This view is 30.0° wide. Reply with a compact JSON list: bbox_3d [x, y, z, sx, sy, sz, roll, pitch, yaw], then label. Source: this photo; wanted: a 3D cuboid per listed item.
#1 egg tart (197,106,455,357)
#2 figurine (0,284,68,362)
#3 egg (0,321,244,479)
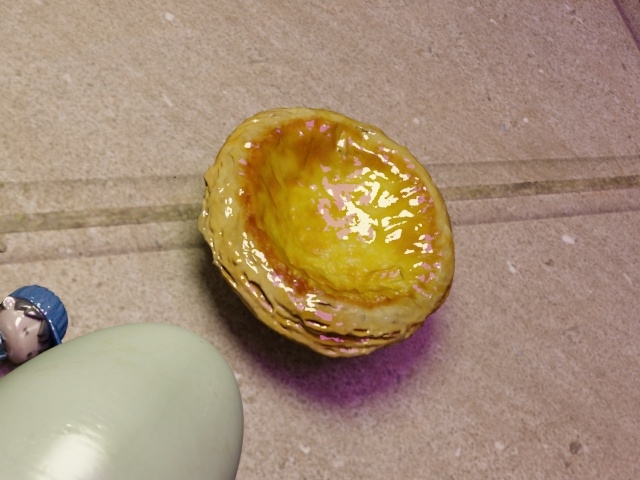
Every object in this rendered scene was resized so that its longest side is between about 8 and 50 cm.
[{"bbox_3d":[0.000,0.000,1.314,0.319,0.128,0.319,16,52,-21],"label":"egg tart"},{"bbox_3d":[-0.300,0.091,1.107,0.136,0.077,0.079,-16,34,-23],"label":"figurine"},{"bbox_3d":[-0.193,0.203,0.980,0.230,0.230,0.371,44,41,0],"label":"egg"}]
